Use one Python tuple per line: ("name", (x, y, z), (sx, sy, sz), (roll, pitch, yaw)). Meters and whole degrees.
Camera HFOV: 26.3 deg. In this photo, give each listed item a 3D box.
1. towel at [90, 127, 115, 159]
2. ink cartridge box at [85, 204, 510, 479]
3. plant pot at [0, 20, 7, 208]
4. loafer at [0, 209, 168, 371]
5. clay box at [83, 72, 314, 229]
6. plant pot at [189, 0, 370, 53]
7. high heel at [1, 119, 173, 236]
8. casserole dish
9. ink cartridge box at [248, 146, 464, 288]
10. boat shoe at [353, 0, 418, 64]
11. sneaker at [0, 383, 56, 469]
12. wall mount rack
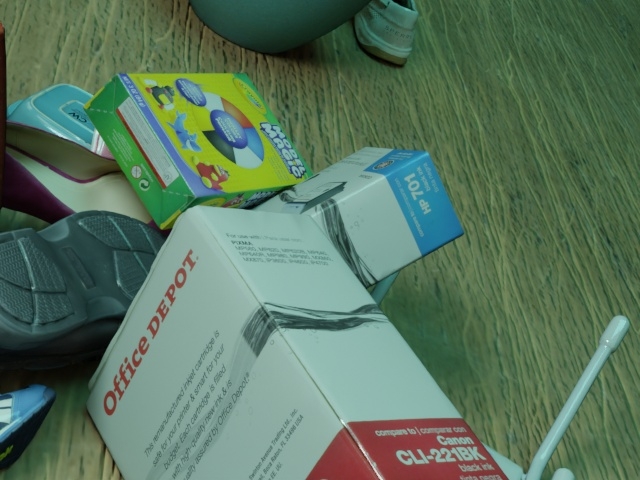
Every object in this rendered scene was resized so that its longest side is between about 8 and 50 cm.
("towel", (-0.115, -0.039, 1.241), (0.197, 0.029, 0.144), (16, 57, -24))
("ink cartridge box", (-0.028, 0.135, 0.919), (0.114, 0.197, 0.273), (3, 38, -42))
("plant pot", (-0.369, -0.105, 0.952), (0.267, 0.235, 0.267), (-4, 42, -45))
("loafer", (-0.194, 0.044, 1.022), (0.109, 0.095, 0.302), (60, 20, 10))
("clay box", (-0.091, -0.083, 1.193), (0.127, 0.053, 0.222), (56, 29, 12))
("plant pot", (-0.057, -0.345, 1.667), (0.290, 0.195, 0.290), (22, 30, -13))
("high heel", (-0.181, -0.051, 1.116), (0.244, 0.117, 0.082), (12, 61, -26))
("casserole dish", (-0.208, -0.092, 1.290), (0.188, 0.037, 0.114), (32, 28, 5))
("ink cartridge box", (0.000, 0.000, 1.134), (0.191, 0.082, 0.139), (-28, 14, -16))
("boat shoe", (0.088, -0.350, 1.914), (0.098, 0.096, 0.277), (14, 32, -25))
("sneaker", (-0.229, 0.124, 0.904), (0.059, 0.053, 0.144), (34, 28, 13))
("wall mount rack", (0.119, 0.117, 1.154), (0.350, 0.130, 0.304), (33, 28, 4))
